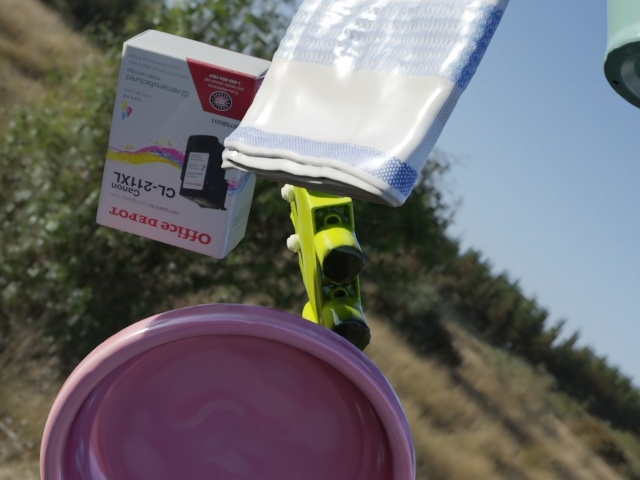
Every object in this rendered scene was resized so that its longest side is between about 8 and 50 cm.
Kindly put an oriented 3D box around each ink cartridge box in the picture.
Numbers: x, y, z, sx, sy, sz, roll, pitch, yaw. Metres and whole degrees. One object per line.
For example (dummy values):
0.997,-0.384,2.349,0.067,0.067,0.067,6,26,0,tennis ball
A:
-0.121,-0.086,1.179,0.127,0.175,0.072,16,21,8,ink cartridge box

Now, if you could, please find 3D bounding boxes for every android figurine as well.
0.000,0.000,1.365,0.273,0.056,0.248,-112,-166,-60,android figurine

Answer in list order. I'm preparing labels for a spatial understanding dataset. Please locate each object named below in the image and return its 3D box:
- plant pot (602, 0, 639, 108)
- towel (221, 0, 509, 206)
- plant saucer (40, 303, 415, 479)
0.497,-0.308,1.726,0.271,0.255,0.272,22,-22,9,plant pot
0.049,-0.157,0.827,0.034,0.285,0.209,31,-7,-31,towel
-0.081,0.195,1.182,0.332,0.332,0.084,42,19,-18,plant saucer
